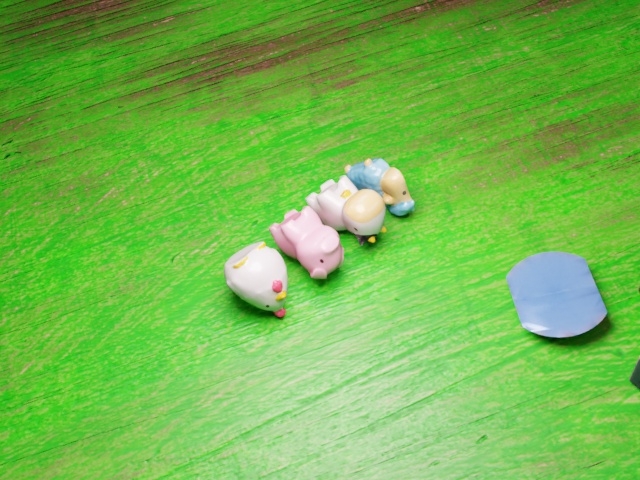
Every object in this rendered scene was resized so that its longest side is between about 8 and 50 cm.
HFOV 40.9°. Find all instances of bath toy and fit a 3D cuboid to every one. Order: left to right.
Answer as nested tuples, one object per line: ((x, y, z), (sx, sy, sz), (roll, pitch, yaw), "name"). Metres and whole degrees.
((0.000, 0.000, 1.440), (0.348, 0.129, 0.151), (-38, 15, -23), "bath toy")

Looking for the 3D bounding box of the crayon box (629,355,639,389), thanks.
((0.650, 0.165, 1.272), (0.323, 0.083, 0.203), (-35, 58, -18), "crayon box")

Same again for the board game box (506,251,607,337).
((0.377, 0.094, 1.384), (0.133, 0.033, 0.169), (-12, 49, 3), "board game box")
